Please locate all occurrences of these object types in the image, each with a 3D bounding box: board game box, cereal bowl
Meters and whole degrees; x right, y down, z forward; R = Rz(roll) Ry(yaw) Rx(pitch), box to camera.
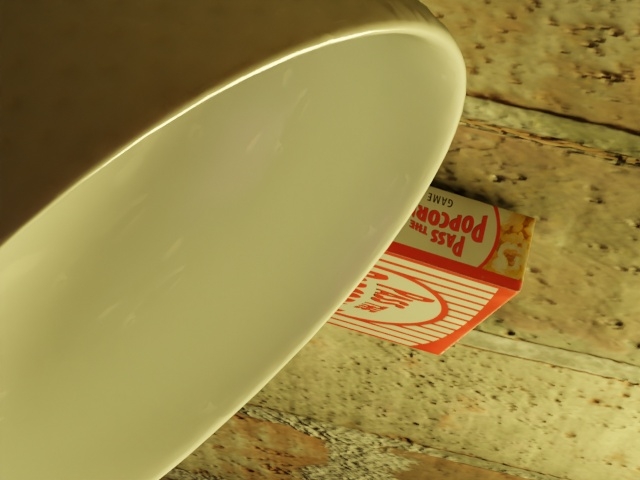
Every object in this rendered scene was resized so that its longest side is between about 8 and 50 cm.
[{"bbox_3d":[0.000,0.000,0.909,0.193,0.045,0.147,16,160,-7],"label":"board game box"},{"bbox_3d":[-0.109,-0.004,0.650,0.141,0.339,0.339,47,166,15],"label":"cereal bowl"}]
